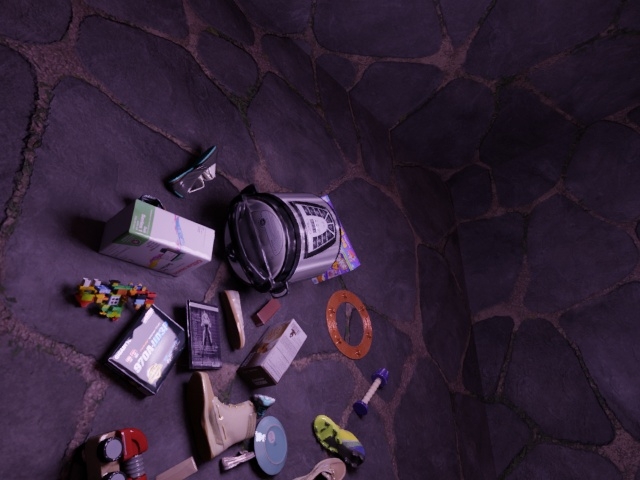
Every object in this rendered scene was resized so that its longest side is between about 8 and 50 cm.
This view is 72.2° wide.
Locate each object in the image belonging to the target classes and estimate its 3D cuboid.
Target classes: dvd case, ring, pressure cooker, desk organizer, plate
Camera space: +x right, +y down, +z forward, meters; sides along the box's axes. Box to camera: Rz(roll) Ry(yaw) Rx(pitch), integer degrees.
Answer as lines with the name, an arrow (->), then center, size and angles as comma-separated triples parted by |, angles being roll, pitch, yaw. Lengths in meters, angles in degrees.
dvd case -> -0.388, 0.316, 1.466 | 0.164, 0.018, 0.221 | 36, 42, -63
ring -> 0.149, 0.399, 2.110 | 0.337, 0.032, 0.336 | 28, 50, -40
pressure cooker -> -0.165, 0.001, 1.677 | 0.370, 0.375, 0.420 | 32, 23, 31
desk organizer -> -0.212, 0.279, 1.722 | 0.050, 0.047, 0.130 | 56, 37, -8
plate -> -0.163, 0.711, 1.528 | 0.188, 0.024, 0.188 | 43, 36, -43

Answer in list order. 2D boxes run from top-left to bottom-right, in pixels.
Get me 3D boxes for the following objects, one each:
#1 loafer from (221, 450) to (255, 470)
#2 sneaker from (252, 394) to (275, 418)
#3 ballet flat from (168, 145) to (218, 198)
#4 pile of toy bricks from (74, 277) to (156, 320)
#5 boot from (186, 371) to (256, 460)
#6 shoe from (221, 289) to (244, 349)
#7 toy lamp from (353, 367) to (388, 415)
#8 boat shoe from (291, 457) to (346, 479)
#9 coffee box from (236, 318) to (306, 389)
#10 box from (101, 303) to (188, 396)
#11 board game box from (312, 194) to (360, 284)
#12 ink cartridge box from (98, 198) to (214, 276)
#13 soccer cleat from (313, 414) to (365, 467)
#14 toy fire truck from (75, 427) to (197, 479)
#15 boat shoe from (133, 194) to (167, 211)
loafer -> -0.266, 0.703, 1.422 | 0.125, 0.045, 0.039 | -1, 65, -48
sneaker -> -0.199, 0.569, 1.493 | 0.065, 0.166, 0.076 | 18, 66, -9
ballet flat -> -0.470, -0.256, 1.682 | 0.096, 0.095, 0.280 | 58, 46, -25
pile of toy bricks -> -0.595, 0.183, 1.281 | 0.212, 0.118, 0.105 | 17, 96, -57
boot -> -0.312, 0.537, 1.413 | 0.203, 0.095, 0.261 | -2, 74, -51
shoe -> -0.303, 0.282, 1.583 | 0.058, 0.076, 0.219 | -1, 69, -46
toy lamp -> 0.243, 0.688, 2.023 | 0.080, 0.080, 0.275 | 60, 37, -7
boat shoe -> 0.008, 0.883, 1.607 | 0.302, 0.098, 0.109 | 6, 66, -49
coffee box -> -0.175, 0.415, 1.614 | 0.098, 0.141, 0.246 | 55, 39, -14
box -> -0.515, 0.325, 1.320 | 0.175, 0.051, 0.220 | 49, 39, -22
board game box -> 0.000, 0.000, 1.983 | 0.078, 0.233, 0.347 | -27, 92, -54
ink cartridge box -> -0.509, 0.003, 1.384 | 0.278, 0.201, 0.117 | 26, 52, -41
soccer cleat -> 0.070, 0.793, 1.767 | 0.289, 0.093, 0.121 | 47, 10, -16
toy fire truck -> -0.475, 0.599, 1.154 | 0.246, 0.159, 0.217 | 14, 59, -60
boat shoe -> -0.545, -0.089, 1.490 | 0.183, 0.083, 0.065 | 30, 49, -38
